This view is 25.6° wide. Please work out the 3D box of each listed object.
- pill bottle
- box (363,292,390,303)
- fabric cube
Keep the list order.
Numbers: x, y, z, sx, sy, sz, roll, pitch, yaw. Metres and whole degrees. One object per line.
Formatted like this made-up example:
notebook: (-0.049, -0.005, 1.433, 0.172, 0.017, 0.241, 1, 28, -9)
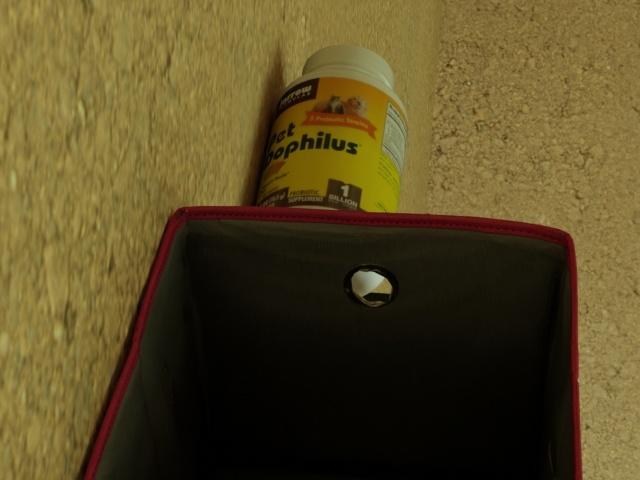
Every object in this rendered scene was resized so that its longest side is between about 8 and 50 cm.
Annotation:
pill bottle: (0.011, -0.062, 1.189, 0.117, 0.117, 0.215, 84, 12, -51)
box: (0.067, 0.170, 1.807, 0.261, 0.103, 0.184, -27, 118, -81)
fabric cube: (0.020, 0.160, 0.853, 0.259, 0.254, 0.258, -78, 169, -49)
